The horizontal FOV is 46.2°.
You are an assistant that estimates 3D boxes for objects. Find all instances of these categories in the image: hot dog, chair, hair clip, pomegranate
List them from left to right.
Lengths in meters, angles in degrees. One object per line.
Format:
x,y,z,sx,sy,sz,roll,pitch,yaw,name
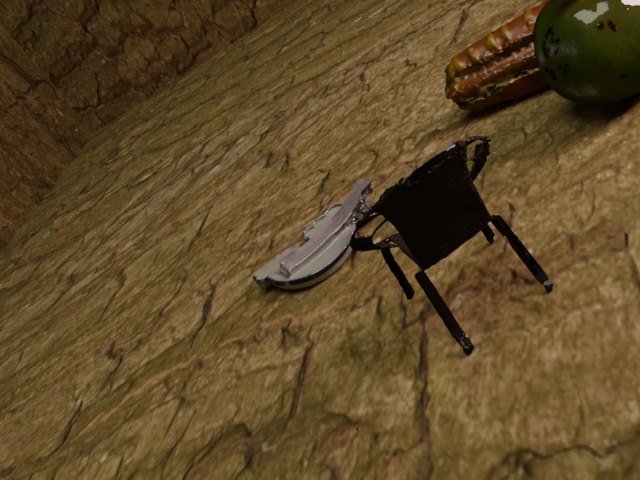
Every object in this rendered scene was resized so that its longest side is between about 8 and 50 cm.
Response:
0.000,0.000,1.103,0.220,0.054,0.140,-43,30,-9,hair clip
0.123,-0.012,0.775,0.174,0.213,0.149,-36,30,-1,chair
0.306,-0.277,1.122,0.269,0.115,0.072,-29,5,31,hot dog
0.345,-0.282,0.941,0.181,0.224,0.181,-25,35,19,pomegranate
